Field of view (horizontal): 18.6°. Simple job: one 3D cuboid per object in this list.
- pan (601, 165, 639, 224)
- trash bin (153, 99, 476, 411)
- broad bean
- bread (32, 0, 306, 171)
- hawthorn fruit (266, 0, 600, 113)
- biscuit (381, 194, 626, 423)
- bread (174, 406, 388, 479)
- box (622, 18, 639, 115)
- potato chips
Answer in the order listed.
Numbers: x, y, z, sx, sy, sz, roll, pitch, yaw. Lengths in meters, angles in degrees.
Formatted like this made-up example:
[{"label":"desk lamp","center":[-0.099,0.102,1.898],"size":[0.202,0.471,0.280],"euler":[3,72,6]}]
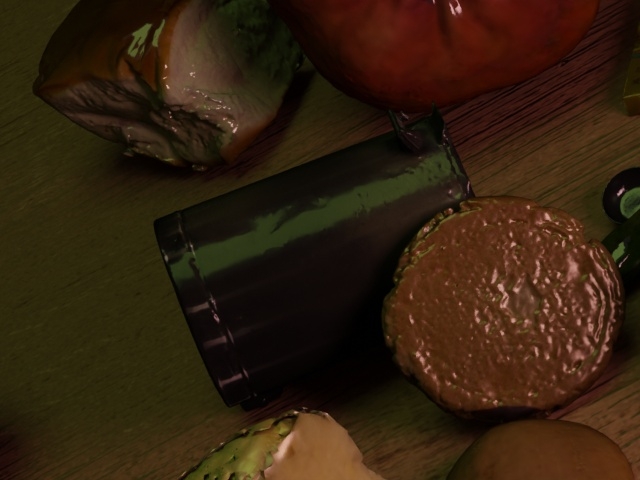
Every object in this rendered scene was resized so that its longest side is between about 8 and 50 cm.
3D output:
[{"label":"pan","center":[0.316,-0.021,1.938],"size":[0.068,0.023,0.115],"euler":[-15,53,21]},{"label":"trash bin","center":[0.011,0.019,1.933],"size":[0.301,0.252,0.203],"euler":[-22,35,-1]},{"label":"broad bean","center":[0.246,0.053,1.870],"size":[0.297,0.043,0.060],"euler":[-40,38,-9]},{"label":"bread","center":[-0.196,-0.221,2.409],"size":[0.279,0.225,0.250],"euler":[-8,38,37]},{"label":"hawthorn fruit","center":[0.106,-0.380,2.205],"size":[0.472,0.472,0.472],"euler":[-20,34,15]},{"label":"biscuit","center":[0.169,0.064,1.806],"size":[0.226,0.226,0.042],"euler":[-29,-8,1]},{"label":"bread","center":[-0.049,0.326,1.554],"size":[0.315,0.248,0.279],"euler":[-38,32,5]},{"label":"box","center":[0.401,-0.216,2.123],"size":[0.121,0.030,0.193],"euler":[-10,38,28]},{"label":"potato chips","center":[0.174,0.222,1.690],"size":[0.195,0.062,0.208],"euler":[-2,40,33]}]
